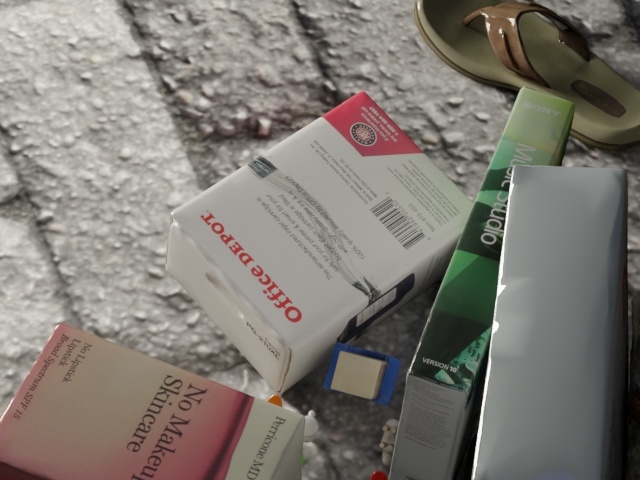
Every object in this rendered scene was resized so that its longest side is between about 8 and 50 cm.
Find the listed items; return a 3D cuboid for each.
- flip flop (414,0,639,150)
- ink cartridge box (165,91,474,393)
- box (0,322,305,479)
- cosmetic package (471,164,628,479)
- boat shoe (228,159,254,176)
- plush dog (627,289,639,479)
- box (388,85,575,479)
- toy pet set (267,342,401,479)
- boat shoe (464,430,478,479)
[{"bbox_3d":[0.219,-0.190,1.967,0.277,0.080,0.112,37,60,22],"label":"flip flop"},{"bbox_3d":[0.000,0.000,1.789,0.237,0.100,0.172,-34,70,-25],"label":"ink cartridge box"},{"bbox_3d":[-0.145,0.192,1.632,0.232,0.127,0.149,19,54,11],"label":"box"},{"bbox_3d":[0.186,0.169,1.510,0.097,0.377,0.284,1,53,10],"label":"cosmetic package"},{"bbox_3d":[-0.078,-0.042,1.866,0.125,0.038,0.046,-43,108,-23],"label":"boat shoe"},{"bbox_3d":[0.350,0.143,1.498,0.225,0.210,0.263,2,75,10],"label":"plush dog"},{"bbox_3d":[0.136,0.059,1.683,0.058,0.232,0.322,17,55,8],"label":"box"},{"bbox_3d":[0.018,0.150,1.730,0.122,0.065,0.114,15,89,11],"label":"toy pet set"},{"bbox_3d":[0.144,0.226,1.670,0.056,0.049,0.152,-11,42,39],"label":"boat shoe"}]
